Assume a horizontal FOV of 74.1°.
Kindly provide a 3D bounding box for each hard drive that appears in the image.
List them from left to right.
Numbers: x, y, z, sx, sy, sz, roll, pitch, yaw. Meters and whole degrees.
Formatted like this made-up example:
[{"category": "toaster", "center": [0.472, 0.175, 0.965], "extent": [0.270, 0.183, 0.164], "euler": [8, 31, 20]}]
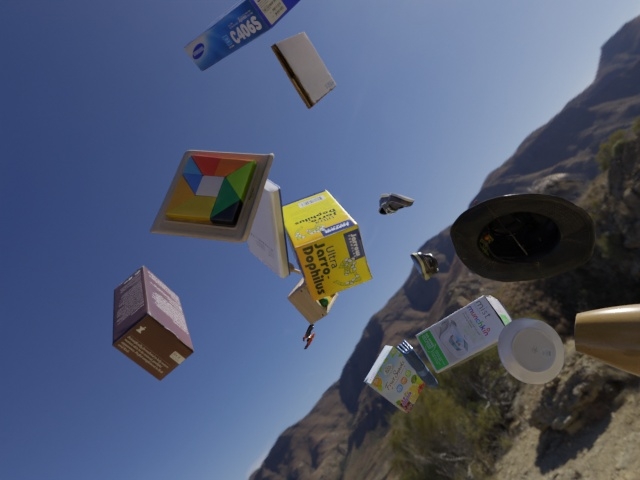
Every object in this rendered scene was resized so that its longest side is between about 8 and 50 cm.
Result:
[{"category": "hard drive", "center": [-0.181, -0.057, 1.325], "extent": [0.040, 0.210, 0.318], "euler": [-28, -46, -29]}]

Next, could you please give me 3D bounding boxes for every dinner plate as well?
[{"category": "dinner plate", "center": [0.455, 0.235, 0.910], "extent": [0.141, 0.141, 0.017], "euler": [-44, -13, -10]}]

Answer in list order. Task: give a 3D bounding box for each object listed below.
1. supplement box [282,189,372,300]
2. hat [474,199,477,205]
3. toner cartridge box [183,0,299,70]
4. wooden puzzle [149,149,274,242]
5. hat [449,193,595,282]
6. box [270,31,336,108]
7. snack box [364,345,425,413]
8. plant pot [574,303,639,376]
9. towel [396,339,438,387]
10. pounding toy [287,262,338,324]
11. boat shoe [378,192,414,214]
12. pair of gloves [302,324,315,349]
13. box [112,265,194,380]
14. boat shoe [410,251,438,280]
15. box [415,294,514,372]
[{"category": "supplement box", "center": [0.000, 0.000, 1.362], "extent": [0.195, 0.356, 0.194], "euler": [-21, -64, -6]}, {"category": "hat", "center": [0.570, -0.046, 1.513], "extent": [0.173, 0.183, 0.208], "euler": [-11, 7, -18]}, {"category": "toner cartridge box", "center": [-0.190, -0.531, 1.027], "extent": [0.075, 0.348, 0.165], "euler": [51, -117, -30]}, {"category": "wooden puzzle", "center": [-0.233, -0.106, 0.904], "extent": [0.044, 0.239, 0.221], "euler": [64, -145, -58]}, {"category": "hat", "center": [0.510, -0.033, 1.086], "extent": [0.331, 0.331, 0.134], "euler": [105, -170, -51]}, {"category": "box", "center": [-0.036, -0.435, 1.071], "extent": [0.021, 0.164, 0.201], "euler": [-23, 21, 32]}, {"category": "snack box", "center": [0.306, 0.553, 1.694], "extent": [0.174, 0.207, 0.070], "euler": [-54, 9, -20]}, {"category": "plant pot", "center": [0.913, 0.289, 1.268], "extent": [0.237, 0.254, 0.237], "euler": [-3, -86, -53]}, {"category": "towel", "center": [0.231, 0.297, 1.010], "extent": [0.029, 0.119, 0.067], "euler": [-37, 11, -3]}, {"category": "pounding toy", "center": [-0.038, 0.150, 1.476], "extent": [0.094, 0.206, 0.181], "euler": [-37, 8, 32]}, {"category": "boat shoe", "center": [0.224, -0.103, 1.280], "extent": [0.206, 0.075, 0.065], "euler": [-152, 79, -79]}, {"category": "pair of gloves", "center": [-0.041, 0.331, 1.462], "extent": [0.074, 0.010, 0.083], "euler": [-54, -30, -41]}, {"category": "box", "center": [-0.539, 0.248, 1.349], "extent": [0.143, 0.381, 0.191], "euler": [-42, -61, -8]}, {"category": "boat shoe", "center": [0.247, 0.052, 0.991], "extent": [0.049, 0.056, 0.152], "euler": [-33, -23, 7]}, {"category": "box", "center": [0.444, 0.274, 1.258], "extent": [0.231, 0.126, 0.262], "euler": [-36, -26, 20]}]
